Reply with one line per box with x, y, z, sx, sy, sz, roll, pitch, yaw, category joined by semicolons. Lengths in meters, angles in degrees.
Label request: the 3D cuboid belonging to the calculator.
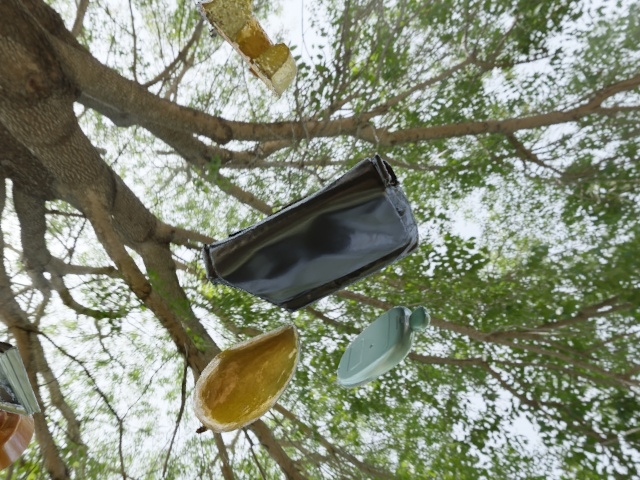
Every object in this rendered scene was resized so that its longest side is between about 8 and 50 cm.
0.074;0.128;0.510;0.021;0.153;0.095;38;-151;-10;calculator

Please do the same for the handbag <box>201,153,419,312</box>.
0.000;0.000;0.543;0.247;0.223;0.080;-28;-118;10;handbag

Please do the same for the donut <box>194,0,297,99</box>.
-0.107;-0.313;0.656;0.078;0.146;0.181;-44;-77;4;donut

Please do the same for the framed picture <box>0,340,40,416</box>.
-0.443;0.147;0.478;0.197;0.252;0.014;21;-132;-12;framed picture

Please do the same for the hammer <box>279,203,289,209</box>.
-0.114;-0.003;0.779;0.065;0.021;0.178;32;-72;-32;hammer

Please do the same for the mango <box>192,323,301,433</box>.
-0.167;0.316;0.945;0.317;0.119;0.176;-40;-78;-11;mango

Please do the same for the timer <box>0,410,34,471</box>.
-0.550;0.284;0.657;0.132;0.152;0.132;8;-143;-6;timer
